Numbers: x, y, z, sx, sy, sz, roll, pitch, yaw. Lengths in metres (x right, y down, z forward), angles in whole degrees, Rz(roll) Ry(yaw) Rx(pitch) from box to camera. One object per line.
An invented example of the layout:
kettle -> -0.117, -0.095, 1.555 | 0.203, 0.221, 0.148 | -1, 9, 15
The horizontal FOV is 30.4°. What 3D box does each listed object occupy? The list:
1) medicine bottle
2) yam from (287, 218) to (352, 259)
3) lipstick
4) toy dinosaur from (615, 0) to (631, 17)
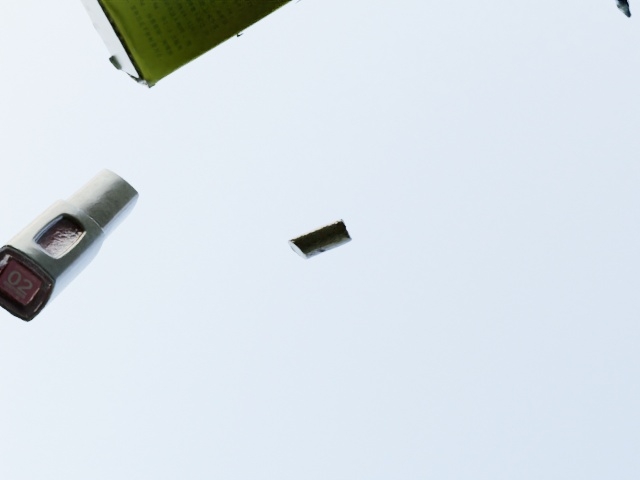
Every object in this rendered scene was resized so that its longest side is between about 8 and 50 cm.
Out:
medicine bottle -> -0.124, -0.281, 1.221 | 0.141, 0.250, 0.137 | 61, -11, -18
yam -> 0.000, 0.000, 1.816 | 0.043, 0.094, 0.043 | 157, -90, -83
lipstick -> -0.290, -0.003, 1.354 | 0.077, 0.079, 0.253 | -51, -177, 28
toy dinosaur -> 0.288, -0.389, 1.386 | 0.076, 0.144, 0.329 | -24, -74, 31
